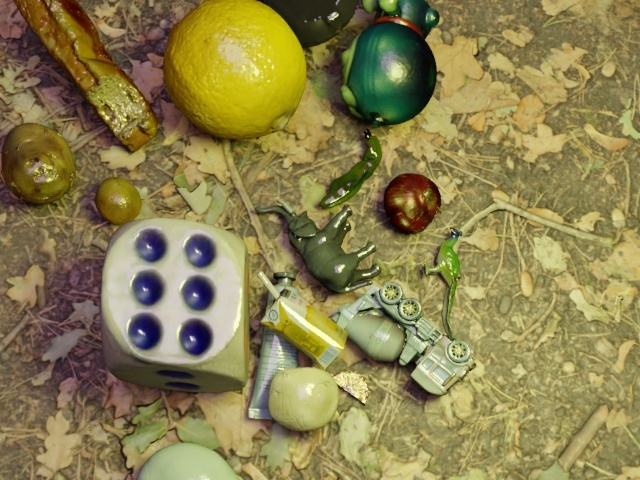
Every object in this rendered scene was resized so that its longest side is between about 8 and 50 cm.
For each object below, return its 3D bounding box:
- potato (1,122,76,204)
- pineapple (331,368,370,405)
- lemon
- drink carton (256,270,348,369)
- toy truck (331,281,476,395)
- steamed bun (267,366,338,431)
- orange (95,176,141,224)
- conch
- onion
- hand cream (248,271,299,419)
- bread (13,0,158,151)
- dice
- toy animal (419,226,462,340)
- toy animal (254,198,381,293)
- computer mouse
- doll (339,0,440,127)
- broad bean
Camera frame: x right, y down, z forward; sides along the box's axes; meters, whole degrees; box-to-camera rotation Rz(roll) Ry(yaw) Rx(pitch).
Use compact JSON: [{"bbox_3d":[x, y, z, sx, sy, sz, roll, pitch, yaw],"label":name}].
[{"bbox_3d":[-0.541,-0.143,1.642,0.137,0.137,0.176,-11,50,-6],"label":"potato"},{"bbox_3d":[0.061,0.262,1.579,0.083,0.019,0.045,32,78,8],"label":"pineapple"},{"bbox_3d":[-0.164,-0.329,1.647,0.293,0.293,0.293,1,70,-2],"label":"lemon"},{"bbox_3d":[-0.049,0.139,1.526,0.200,0.084,0.074,37,114,-4],"label":"drink carton"},{"bbox_3d":[0.152,0.183,1.569,0.256,0.108,0.140,41,87,13],"label":"toy truck"},{"bbox_3d":[-0.023,0.280,1.511,0.130,0.091,0.112,13,77,-33],"label":"steamed bun"},{"bbox_3d":[-0.389,-0.078,1.645,0.085,0.085,0.095,-23,75,-10],"label":"orange"},{"bbox_3d":[-0.218,0.452,1.459,0.221,0.121,0.185,37,102,5],"label":"conch"},{"bbox_3d":[0.175,-0.076,1.654,0.118,0.118,0.117,30,49,8],"label":"onion"},{"bbox_3d":[-0.078,0.193,1.580,0.091,0.058,0.271,7,73,-13],"label":"hand cream"},{"bbox_3d":[-0.456,-0.352,1.686,0.109,0.185,0.380,-36,76,-7],"label":"bread"},{"bbox_3d":[-0.243,0.118,1.492,0.243,0.251,0.259,2,71,-1],"label":"dice"},{"bbox_3d":[0.228,0.079,1.640,0.075,0.041,0.217,9,74,-6],"label":"toy animal"},{"bbox_3d":[0.006,-0.007,1.636,0.137,0.082,0.269,-35,67,-15],"label":"toy animal"},{"bbox_3d":[-0.044,-0.521,1.781,0.183,0.116,0.323,-41,60,7],"label":"computer mouse"},{"bbox_3d":[0.143,-0.365,1.707,0.186,0.198,0.322,5,72,27],"label":"doll"},{"bbox_3d":[0.068,-0.131,1.703,0.061,0.046,0.195,31,74,0],"label":"broad bean"}]
